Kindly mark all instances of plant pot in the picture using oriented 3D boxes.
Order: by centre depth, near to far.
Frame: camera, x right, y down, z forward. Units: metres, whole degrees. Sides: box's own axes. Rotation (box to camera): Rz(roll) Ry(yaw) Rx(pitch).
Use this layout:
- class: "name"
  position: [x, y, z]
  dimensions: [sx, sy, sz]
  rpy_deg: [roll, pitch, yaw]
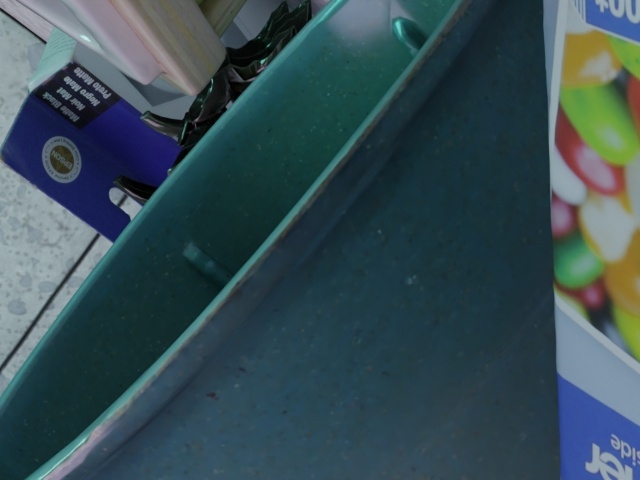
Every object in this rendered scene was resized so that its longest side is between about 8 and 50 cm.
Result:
- class: "plant pot"
  position: [0.083, 0.082, 0.664]
  dimensions: [0.334, 0.341, 0.341]
  rpy_deg: [41, 174, -11]

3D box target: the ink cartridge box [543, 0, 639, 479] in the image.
- class: "ink cartridge box"
  position: [0.134, 0.001, 0.373]
  dimensions: [0.185, 0.065, 0.311]
  rpy_deg: [29, 137, 47]

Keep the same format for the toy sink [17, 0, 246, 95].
- class: "toy sink"
  position: [-0.069, -0.133, 0.428]
  dimensions: [0.131, 0.234, 0.153]
  rpy_deg: [34, 174, 16]

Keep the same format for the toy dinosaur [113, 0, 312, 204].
- class: "toy dinosaur"
  position: [0.000, 0.000, 0.946]
  dimensions: [0.218, 0.322, 0.164]
  rpy_deg: [52, -177, -25]

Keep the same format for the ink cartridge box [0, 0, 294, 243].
- class: "ink cartridge box"
  position: [-0.082, -0.088, 1.054]
  dimensions: [0.045, 0.224, 0.223]
  rpy_deg: [-16, 137, 42]
